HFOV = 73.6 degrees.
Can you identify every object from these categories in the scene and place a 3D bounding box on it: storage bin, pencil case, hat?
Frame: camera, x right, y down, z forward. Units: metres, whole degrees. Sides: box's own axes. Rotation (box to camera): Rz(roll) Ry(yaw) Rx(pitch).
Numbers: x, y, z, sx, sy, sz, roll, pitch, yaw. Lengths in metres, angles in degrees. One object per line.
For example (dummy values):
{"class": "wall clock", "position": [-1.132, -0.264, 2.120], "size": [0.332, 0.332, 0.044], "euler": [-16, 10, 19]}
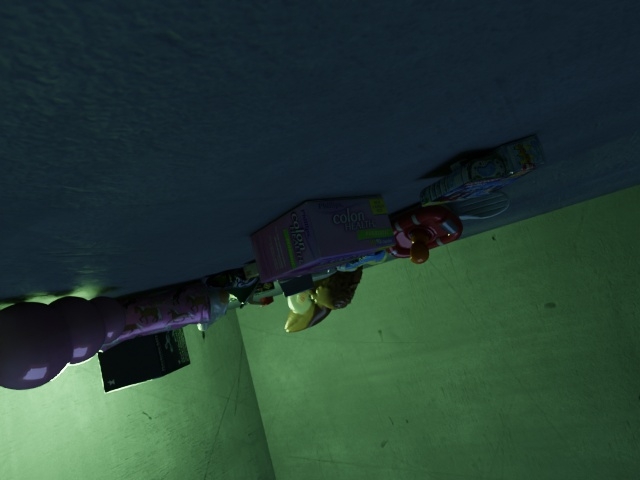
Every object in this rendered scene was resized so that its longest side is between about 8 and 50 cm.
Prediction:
{"class": "storage bin", "position": [-0.084, 0.136, 1.460], "size": [0.135, 0.091, 0.098], "euler": [-19, 176, -7]}
{"class": "pencil case", "position": [-0.564, 0.251, 1.454], "size": [0.386, 0.160, 0.167], "euler": [-13, -156, -19]}
{"class": "hat", "position": [-0.328, 0.138, 1.568], "size": [0.208, 0.183, 0.173], "euler": [-58, -172, -3]}

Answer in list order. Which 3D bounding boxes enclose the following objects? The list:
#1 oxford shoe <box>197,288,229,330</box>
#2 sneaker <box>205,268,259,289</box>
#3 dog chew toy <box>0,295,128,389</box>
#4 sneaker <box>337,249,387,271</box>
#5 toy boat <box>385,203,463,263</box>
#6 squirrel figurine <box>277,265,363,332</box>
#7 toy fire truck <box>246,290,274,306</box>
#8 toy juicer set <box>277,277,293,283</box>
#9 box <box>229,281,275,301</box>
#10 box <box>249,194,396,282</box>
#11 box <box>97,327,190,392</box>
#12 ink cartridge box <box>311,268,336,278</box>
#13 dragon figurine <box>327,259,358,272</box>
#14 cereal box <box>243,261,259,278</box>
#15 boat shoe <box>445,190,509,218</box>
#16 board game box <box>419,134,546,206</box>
{"class": "oxford shoe", "position": [-0.469, 0.284, 1.830], "size": [0.130, 0.169, 0.449], "euler": [-13, 166, -24]}
{"class": "sneaker", "position": [-0.299, 0.135, 1.465], "size": [0.188, 0.067, 0.078], "euler": [-11, 177, -12]}
{"class": "dog chew toy", "position": [-0.652, 0.235, 1.087], "size": [0.206, 0.207, 0.332], "euler": [-21, 177, 35]}
{"class": "sneaker", "position": [0.171, 0.059, 1.826], "size": [0.240, 0.091, 0.126], "euler": [-14, 153, -7]}
{"class": "toy boat", "position": [0.277, -0.001, 1.200], "size": [0.151, 0.151, 0.231], "euler": [36, 142, -26]}
{"class": "squirrel figurine", "position": [0.039, 0.228, 2.027], "size": [0.397, 0.281, 0.370], "euler": [-17, 178, 30]}
{"class": "toy fire truck", "position": [-0.290, 0.215, 1.760], "size": [0.047, 0.135, 0.192], "euler": [-23, 169, 42]}
{"class": "toy juicer set", "position": [0.023, 0.020, 1.248], "size": [0.329, 0.089, 0.209], "euler": [-25, 180, 0]}
{"class": "box", "position": [-0.368, 0.268, 2.252], "size": [0.220, 0.051, 0.175], "euler": [-12, 171, -25]}
{"class": "box", "position": [0.000, 0.000, 0.954], "size": [0.213, 0.117, 0.243], "euler": [-8, 169, -39]}
{"class": "box", "position": [-0.698, 0.399, 1.701], "size": [0.212, 0.294, 0.395], "euler": [-15, 172, -4]}
{"class": "ink cartridge box", "position": [-0.039, 0.114, 1.699], "size": [0.160, 0.093, 0.219], "euler": [-14, 171, -12]}
{"class": "dragon figurine", "position": [0.079, 0.052, 1.510], "size": [0.144, 0.085, 0.289], "euler": [-20, 176, -3]}
{"class": "cereal box", "position": [-0.110, 0.065, 1.408], "size": [0.240, 0.047, 0.173], "euler": [-20, 172, 31]}
{"class": "boat shoe", "position": [0.421, -0.102, 1.224], "size": [0.226, 0.083, 0.076], "euler": [-6, -172, 30]}
{"class": "board game box", "position": [0.324, -0.136, 0.845], "size": [0.194, 0.060, 0.194], "euler": [-11, 169, -26]}
